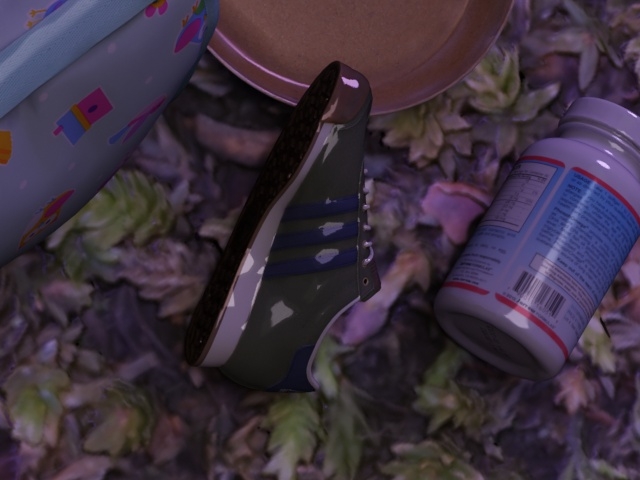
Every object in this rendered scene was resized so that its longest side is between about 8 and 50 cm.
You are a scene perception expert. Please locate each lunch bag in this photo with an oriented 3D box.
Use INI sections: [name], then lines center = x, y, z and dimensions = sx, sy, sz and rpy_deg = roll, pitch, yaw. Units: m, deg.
[lunch bag]
center = -0.174, -0.073, 0.961
dimensions = 0.223, 0.262, 0.160
rpy_deg = -40, 97, -18

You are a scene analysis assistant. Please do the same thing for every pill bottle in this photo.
[pill bottle]
center = 0.140, -0.003, 1.153
dimensions = 0.087, 0.087, 0.160
rpy_deg = 36, 73, -11

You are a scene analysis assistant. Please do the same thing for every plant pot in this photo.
[plant pot]
center = 0.009, -0.188, 1.161
dimensions = 0.236, 0.032, 0.236
rpy_deg = 2, 83, -19

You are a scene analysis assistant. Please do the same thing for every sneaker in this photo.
[sneaker]
center = 0.000, 0.000, 1.110
dimensions = 0.086, 0.064, 0.192
rpy_deg = 26, 90, -19
